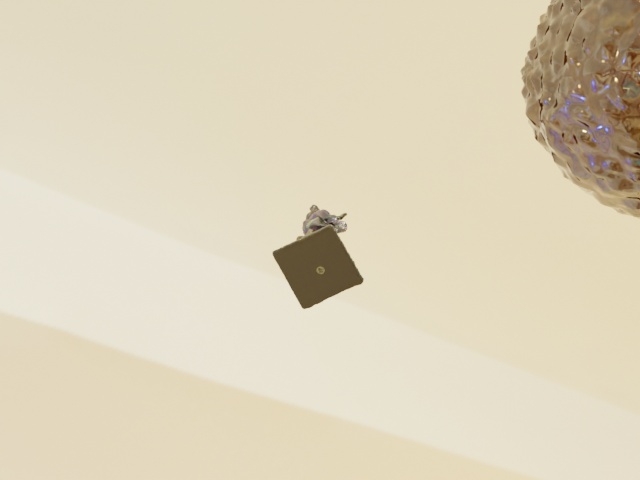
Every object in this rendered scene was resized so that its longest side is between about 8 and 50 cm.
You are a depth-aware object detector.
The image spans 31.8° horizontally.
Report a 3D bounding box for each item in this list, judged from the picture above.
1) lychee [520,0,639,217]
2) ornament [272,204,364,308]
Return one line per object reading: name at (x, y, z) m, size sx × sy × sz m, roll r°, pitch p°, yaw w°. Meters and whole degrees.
lychee at (0.293, -0.134, 0.878) m, size 0.261 × 0.260 × 0.260 m, roll -11°, pitch -55°, yaw -16°
ornament at (0.004, 0.008, 1.370) m, size 0.088 × 0.203 × 0.081 m, roll -25°, pitch -79°, yaw 7°
